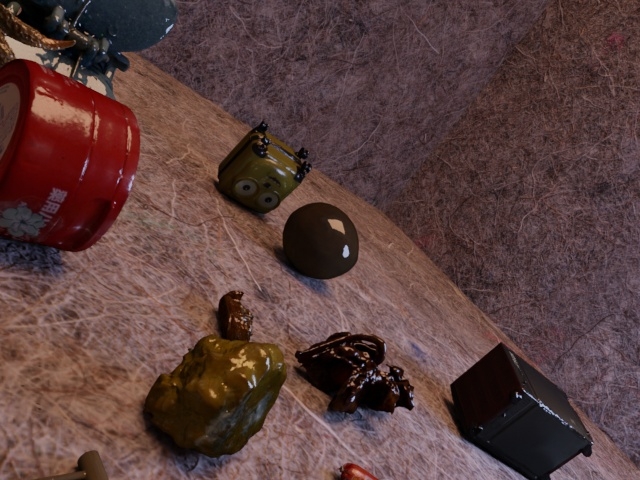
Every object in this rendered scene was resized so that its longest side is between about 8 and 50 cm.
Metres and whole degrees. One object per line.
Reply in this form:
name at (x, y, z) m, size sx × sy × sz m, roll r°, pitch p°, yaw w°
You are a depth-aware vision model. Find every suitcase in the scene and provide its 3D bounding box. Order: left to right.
suitcase at (-0.166, -0.192, 1.523) m, size 0.194 × 0.235 × 0.143 m, roll 28°, pitch 35°, yaw -35°

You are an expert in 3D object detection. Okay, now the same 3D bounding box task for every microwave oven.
microwave oven at (0.437, 0.390, 1.192) m, size 0.247 × 0.188 × 0.178 m, roll 38°, pitch 17°, yaw -15°

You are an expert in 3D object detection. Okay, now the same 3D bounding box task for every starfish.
starfish at (-0.611, -0.365, 0.932) m, size 0.293 × 0.301 × 0.084 m, roll 47°, pitch -27°, yaw -14°

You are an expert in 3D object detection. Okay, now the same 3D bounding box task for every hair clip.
hair clip at (-0.560, -0.426, 1.168) m, size 0.318 × 0.392 × 0.238 m, roll 29°, pitch -11°, yaw -39°

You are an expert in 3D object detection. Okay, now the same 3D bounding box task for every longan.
longan at (0.000, 0.000, 1.364) m, size 0.197 × 0.196 × 0.220 m, roll 30°, pitch 20°, yaw -31°

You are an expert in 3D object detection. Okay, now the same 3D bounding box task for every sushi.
sushi at (-0.133, 0.130, 0.856) m, size 0.055 × 0.052 × 0.120 m, roll 15°, pitch 19°, yaw -24°

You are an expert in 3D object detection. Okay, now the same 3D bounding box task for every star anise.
star anise at (0.076, 0.228, 0.916) m, size 0.190 × 0.126 × 0.220 m, roll 45°, pitch 11°, yaw 17°

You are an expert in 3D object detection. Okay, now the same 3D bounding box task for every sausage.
sausage at (0.076, 0.339, 0.715) m, size 0.129 × 0.034 × 0.034 m, roll 36°, pitch 13°, yaw -6°

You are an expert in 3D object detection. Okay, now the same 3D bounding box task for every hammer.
hammer at (-0.227, 0.196, 0.434) m, size 0.110 × 0.019 × 0.035 m, roll 17°, pitch 23°, yaw -51°

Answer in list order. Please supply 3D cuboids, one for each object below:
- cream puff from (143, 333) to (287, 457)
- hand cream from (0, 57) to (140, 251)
cream puff at (-0.117, 0.167, 0.602) m, size 0.116 × 0.146 × 0.146 m, roll 24°, pitch 7°, yaw 21°
hand cream at (-0.356, -0.105, 0.687) m, size 0.149 × 0.230 × 0.230 m, roll 25°, pitch 18°, yaw -47°
